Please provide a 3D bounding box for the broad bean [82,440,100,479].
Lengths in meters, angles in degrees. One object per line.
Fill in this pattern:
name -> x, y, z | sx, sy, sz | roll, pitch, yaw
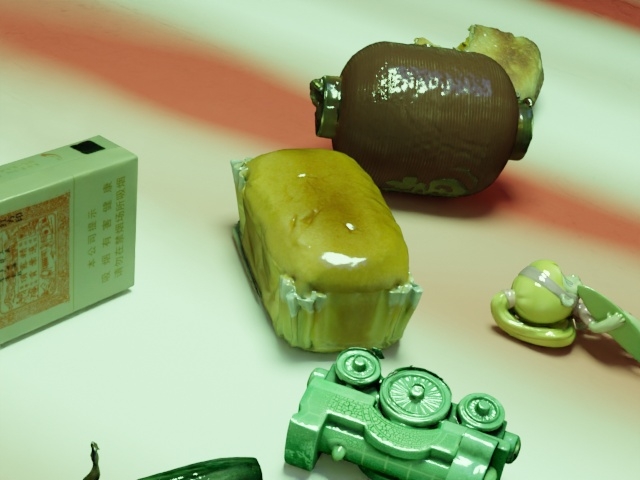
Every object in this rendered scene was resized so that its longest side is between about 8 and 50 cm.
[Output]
broad bean -> -0.151, 0.258, 0.633 | 0.075, 0.067, 0.325 | 37, 24, -18

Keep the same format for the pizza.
pizza -> 0.203, -0.206, 1.479 | 0.305, 0.085, 0.161 | -26, 69, -43

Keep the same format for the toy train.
toy train -> 0.065, 0.152, 0.866 | 0.178, 0.071, 0.104 | 18, 39, 13

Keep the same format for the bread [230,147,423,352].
bread -> 0.000, 0.000, 1.056 | 0.136, 0.107, 0.241 | -2, 33, -17

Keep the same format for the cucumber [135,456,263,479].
cucumber -> -0.083, 0.182, 0.790 | 0.105, 0.048, 0.048 | -9, 37, -34

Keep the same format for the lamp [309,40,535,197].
lamp -> 0.111, -0.135, 1.260 | 0.258, 0.180, 0.180 | 6, 32, -6

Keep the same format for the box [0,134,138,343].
box -> -0.247, 0.003, 0.933 | 0.058, 0.141, 0.201 | 27, 33, 32

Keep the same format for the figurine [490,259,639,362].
figurine -> 0.258, 0.079, 1.062 | 0.187, 0.083, 0.083 | 24, 31, -3
